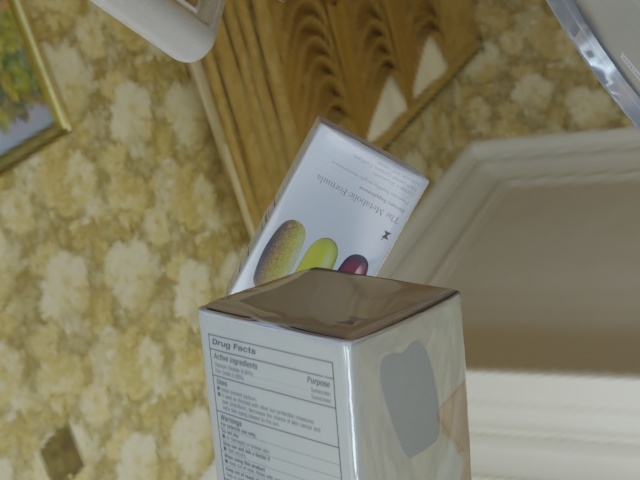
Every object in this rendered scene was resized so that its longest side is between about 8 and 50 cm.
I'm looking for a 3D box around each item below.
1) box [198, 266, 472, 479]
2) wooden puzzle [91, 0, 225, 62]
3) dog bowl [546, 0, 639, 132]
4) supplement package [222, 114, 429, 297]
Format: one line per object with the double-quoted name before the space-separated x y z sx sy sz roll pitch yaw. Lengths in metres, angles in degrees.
"box" 0.018 0.186 0.759 0.148 0.311 0.121 10 -161 43
"wooden puzzle" -0.138 -0.297 0.878 0.044 0.221 0.238 -4 -117 43
"dog bowl" 0.300 -0.173 0.900 0.102 0.348 0.349 -36 -157 6
"supplement package" 0.000 0.000 1.237 0.139 0.244 0.134 27 -172 -6
